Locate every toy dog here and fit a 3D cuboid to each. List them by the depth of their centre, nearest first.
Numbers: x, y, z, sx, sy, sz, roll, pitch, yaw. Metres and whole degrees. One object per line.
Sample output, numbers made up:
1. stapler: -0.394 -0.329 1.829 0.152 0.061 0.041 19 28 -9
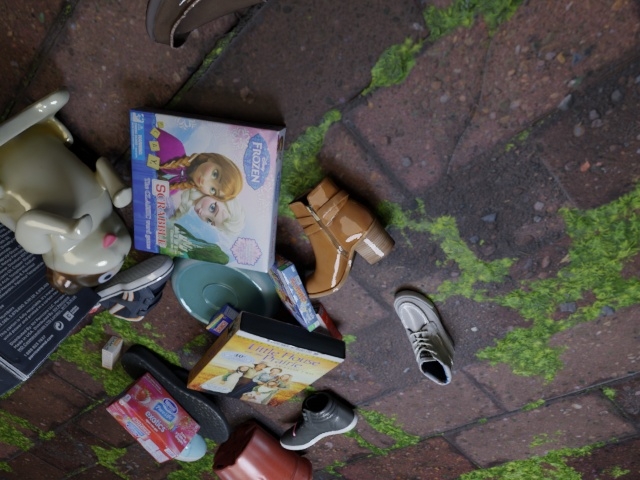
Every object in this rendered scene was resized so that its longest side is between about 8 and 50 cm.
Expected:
1. toy dog: -0.609 -0.063 1.050 0.396 0.284 0.407 -15 123 26

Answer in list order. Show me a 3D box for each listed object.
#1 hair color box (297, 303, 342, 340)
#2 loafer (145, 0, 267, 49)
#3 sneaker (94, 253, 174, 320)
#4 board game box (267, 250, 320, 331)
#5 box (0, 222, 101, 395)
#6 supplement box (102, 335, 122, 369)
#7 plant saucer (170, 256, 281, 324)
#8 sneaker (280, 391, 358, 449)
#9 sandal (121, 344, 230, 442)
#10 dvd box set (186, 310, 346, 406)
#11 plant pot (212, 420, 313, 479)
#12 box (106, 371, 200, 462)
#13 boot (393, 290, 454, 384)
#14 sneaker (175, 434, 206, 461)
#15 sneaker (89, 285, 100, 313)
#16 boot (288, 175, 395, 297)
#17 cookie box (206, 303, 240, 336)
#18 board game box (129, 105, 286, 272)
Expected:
1. hair color box: -0.002 0.241 1.279 0.072 0.043 0.141 -16 122 23
2. loafer: -0.146 -0.428 0.753 0.366 0.133 0.130 -32 113 31
3. sneaker: -0.478 0.132 1.261 0.321 0.126 0.127 -18 116 37
4. board game box: -0.079 0.119 1.157 0.035 0.136 0.201 -33 124 -18
5. box: -0.926 0.161 1.178 0.480 0.297 0.471 -29 112 32
6. supplement box: -0.680 0.367 1.520 0.036 0.062 0.098 21 127 -1
7. plant saucer: -0.267 0.145 1.271 0.318 0.043 0.317 6 128 8
8. sneaker: -0.040 0.575 1.506 0.296 0.104 0.146 -29 113 23
9. sandal: -0.456 0.493 1.552 0.446 0.107 0.167 43 126 -4
10. dvd box set: -0.165 0.354 1.316 0.308 0.062 0.420 21 137 -22
11. plant pot: -0.215 0.795 1.625 0.273 0.272 0.265 -33 105 31
12. box: -0.532 0.565 1.484 0.128 0.122 0.256 -36 99 36
13. boot: 0.266 0.249 1.170 0.095 0.123 0.258 -27 116 28
14. sneaker: -0.512 0.661 1.656 0.150 0.135 0.365 -22 119 30
15. sneaker: -0.719 0.111 1.336 0.225 0.088 0.093 38 113 -21
16. boot: 0.000 0.000 1.062 0.220 0.109 0.283 43 132 -13
17. cookie box: -0.244 0.237 1.281 0.107 0.040 0.092 38 127 -15
18. board game box: -0.248 -0.108 1.013 0.319 0.066 0.318 9 113 6
